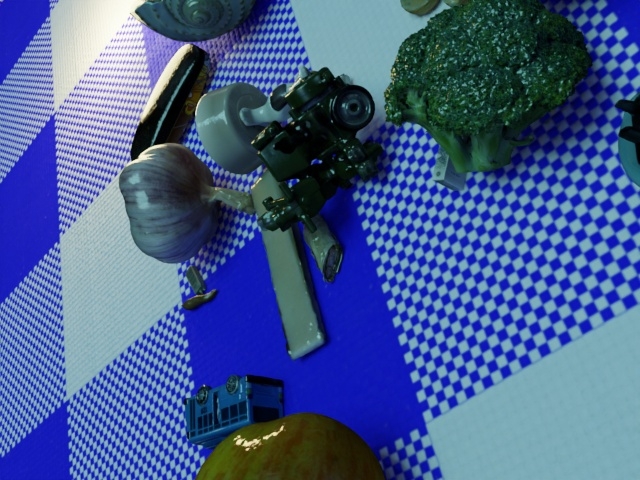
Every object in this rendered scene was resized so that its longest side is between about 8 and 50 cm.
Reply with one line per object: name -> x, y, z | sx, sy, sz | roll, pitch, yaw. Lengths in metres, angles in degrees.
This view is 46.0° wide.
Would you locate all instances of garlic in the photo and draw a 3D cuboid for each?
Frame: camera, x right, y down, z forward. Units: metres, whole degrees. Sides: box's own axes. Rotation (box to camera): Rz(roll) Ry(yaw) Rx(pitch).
garlic -> -0.251, -0.074, 1.504 | 0.253, 0.245, 0.245 | 0, 73, 14

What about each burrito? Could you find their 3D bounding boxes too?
burrito -> 0.000, 0.000, 1.303 | 0.055, 0.041, 0.149 | -55, 45, 37

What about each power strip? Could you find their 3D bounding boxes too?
power strip -> -0.260, 0.084, 1.571 | 0.027, 0.017, 0.083 | -56, 42, 18

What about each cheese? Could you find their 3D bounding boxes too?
cheese -> -0.062, 0.027, 1.369 | 0.085, 0.034, 0.400 | -37, 51, 27

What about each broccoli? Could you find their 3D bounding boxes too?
broccoli -> 0.228, -0.210, 1.014 | 0.261, 0.269, 0.242 | 8, 117, 28

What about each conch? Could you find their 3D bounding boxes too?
conch -> -0.262, -0.560, 1.678 | 0.303, 0.215, 0.319 | -28, 25, 31

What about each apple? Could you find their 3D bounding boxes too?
apple -> -0.033, 0.376, 1.032 | 0.301, 0.301, 0.302 | -20, 62, 42

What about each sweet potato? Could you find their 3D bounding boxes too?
sweet potato -> -0.251, 0.124, 1.542 | 0.115, 0.026, 0.026 | -22, 60, 39

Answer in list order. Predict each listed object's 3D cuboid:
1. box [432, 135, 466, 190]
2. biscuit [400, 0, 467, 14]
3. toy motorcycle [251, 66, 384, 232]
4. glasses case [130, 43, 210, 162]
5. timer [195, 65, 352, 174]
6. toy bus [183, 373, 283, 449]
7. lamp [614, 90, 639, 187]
box -> 0.198, -0.122, 1.125 | 0.024, 0.054, 0.083 | 6, 80, 44
biscuit -> 0.227, -0.452, 1.237 | 0.234, 0.030, 0.153 | -29, 55, 38
toy motorcycle -> -0.022, -0.143, 1.244 | 0.275, 0.205, 0.127 | -36, 12, 2
glasses case -> -0.357, -0.310, 1.775 | 0.122, 0.082, 0.321 | 36, 102, 46
timer -> -0.082, -0.248, 1.398 | 0.266, 0.175, 0.175 | -21, 60, 36
toy bus -> -0.155, 0.302, 1.320 | 0.184, 0.090, 0.106 | -27, 59, 38
lamp -> 0.450, -0.133, 0.784 | 0.284, 0.147, 0.210 | -13, 64, 35
